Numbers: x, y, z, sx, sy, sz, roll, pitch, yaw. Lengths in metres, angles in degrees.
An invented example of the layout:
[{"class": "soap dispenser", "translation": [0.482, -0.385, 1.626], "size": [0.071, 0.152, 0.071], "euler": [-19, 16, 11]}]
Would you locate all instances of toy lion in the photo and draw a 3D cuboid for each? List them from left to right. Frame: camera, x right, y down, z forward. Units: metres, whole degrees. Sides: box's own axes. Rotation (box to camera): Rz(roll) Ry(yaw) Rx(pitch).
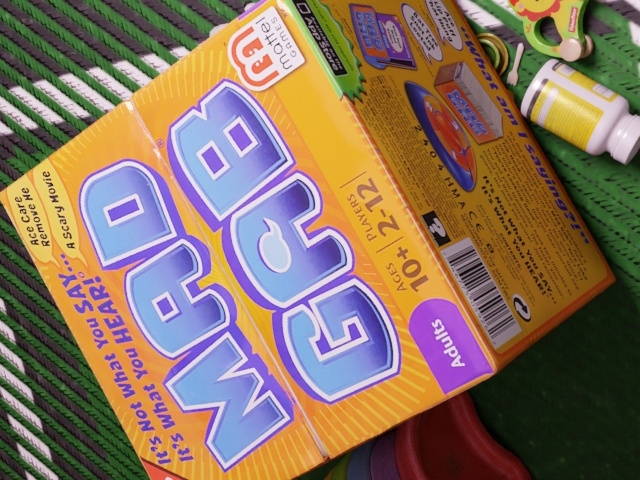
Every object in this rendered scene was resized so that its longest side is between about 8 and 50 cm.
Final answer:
[{"class": "toy lion", "translation": [0.223, -0.233, 1.426], "size": [0.096, 0.034, 0.100], "euler": [18, 115, 31]}]

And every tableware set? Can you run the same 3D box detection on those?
[{"class": "tableware set", "translation": [0.130, -0.172, 1.499], "size": [0.154, 0.024, 0.104], "euler": [20, 115, 22]}]

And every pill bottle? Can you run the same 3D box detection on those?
[{"class": "pill bottle", "translation": [0.260, -0.123, 1.420], "size": [0.116, 0.065, 0.065], "euler": [33, 119, 17]}]

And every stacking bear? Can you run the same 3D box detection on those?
[{"class": "stacking bear", "translation": [0.064, 0.304, 1.627], "size": [0.289, 0.164, 0.175], "euler": [-40, 85, 37]}]

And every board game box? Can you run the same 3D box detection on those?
[{"class": "board game box", "translation": [0.000, 0.000, 1.380], "size": [0.356, 0.356, 0.356], "euler": [-32, 85, 29]}]

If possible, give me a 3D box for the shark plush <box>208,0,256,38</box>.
[{"class": "shark plush", "translation": [-0.046, -0.201, 1.589], "size": [0.161, 0.073, 0.067], "euler": [19, 137, 0]}]
